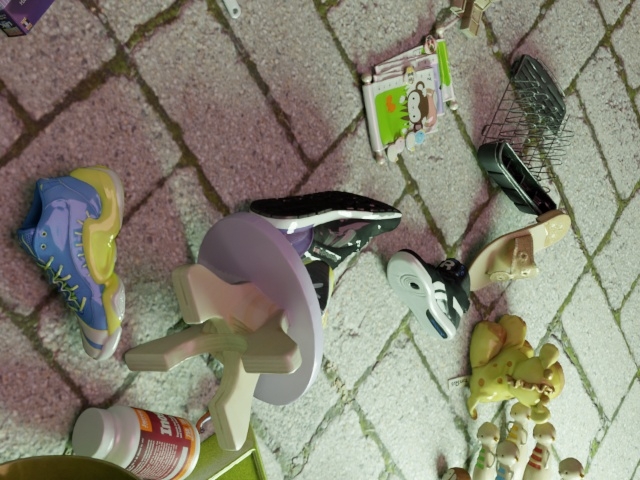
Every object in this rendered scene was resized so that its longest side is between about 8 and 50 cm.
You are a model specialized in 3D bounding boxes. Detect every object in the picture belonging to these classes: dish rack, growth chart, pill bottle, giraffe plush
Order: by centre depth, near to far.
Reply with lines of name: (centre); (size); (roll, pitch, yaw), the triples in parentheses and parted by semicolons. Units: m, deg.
pill bottle: (-0.235, 0.258, 1.364); (0.152, 0.086, 0.086); (22, 77, -44)
growth chart: (0.149, -0.236, 1.763); (0.237, 0.021, 0.172); (-36, 118, -37)
giraffe plush: (0.357, 0.236, 1.899); (0.210, 0.170, 0.181); (-31, 114, -40)
dish rack: (0.394, -0.200, 1.975); (0.208, 0.074, 0.271); (44, 63, -39)

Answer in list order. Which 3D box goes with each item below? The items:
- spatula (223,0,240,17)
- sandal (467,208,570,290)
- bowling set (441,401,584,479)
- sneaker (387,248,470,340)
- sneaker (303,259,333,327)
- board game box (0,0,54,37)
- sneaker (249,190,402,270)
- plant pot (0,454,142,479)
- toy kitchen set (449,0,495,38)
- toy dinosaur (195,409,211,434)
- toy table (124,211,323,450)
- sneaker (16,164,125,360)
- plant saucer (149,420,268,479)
spatula: (-0.112, -0.437, 1.440); (0.168, 0.019, 0.242); (-38, 125, -15)
sandal: (0.370, 0.027, 1.907); (0.240, 0.079, 0.088); (-32, 131, -19)
bowling set: (0.322, 0.386, 1.869); (0.199, 0.287, 0.154); (5, 99, -17)
sneaker: (0.186, 0.058, 1.789); (0.121, 0.079, 0.217); (-59, 138, -29)
sneaker: (-0.024, 0.096, 1.535); (0.094, 0.081, 0.208); (-42, 163, -47)
board game box: (-0.349, -0.344, 1.232); (0.141, 0.048, 0.170); (47, 61, -35)
sneaker: (0.000, 0.000, 1.593); (0.283, 0.107, 0.124); (-6, 112, -41)
plant pot: (-0.309, 0.444, 1.210); (0.274, 0.274, 0.294); (-25, 127, -41)
toy kitchen set: (0.274, -0.404, 1.835); (0.068, 0.075, 0.083); (27, 70, -42)
toy dinosaur: (-0.144, 0.238, 1.503); (0.082, 0.047, 0.090); (-9, 59, -30)
toy table: (-0.113, 0.120, 1.392); (0.161, 0.252, 0.274); (-41, 111, -55)
sneaker: (-0.306, 0.029, 1.293); (0.126, 0.091, 0.240); (-1, 95, -27)
plant saucer: (-0.134, 0.371, 1.503); (0.188, 0.045, 0.188); (-29, 113, -40)
